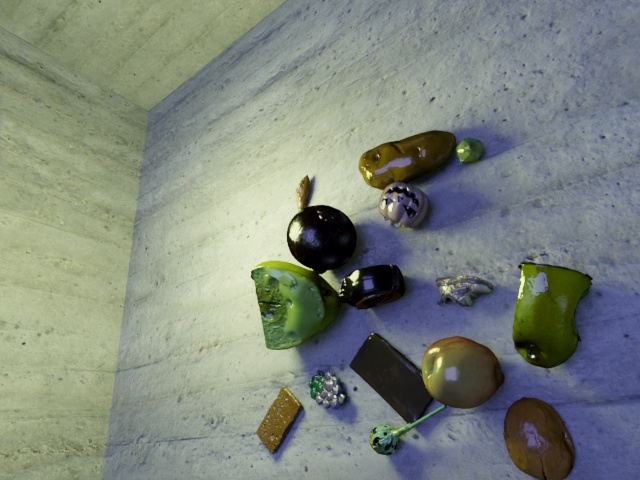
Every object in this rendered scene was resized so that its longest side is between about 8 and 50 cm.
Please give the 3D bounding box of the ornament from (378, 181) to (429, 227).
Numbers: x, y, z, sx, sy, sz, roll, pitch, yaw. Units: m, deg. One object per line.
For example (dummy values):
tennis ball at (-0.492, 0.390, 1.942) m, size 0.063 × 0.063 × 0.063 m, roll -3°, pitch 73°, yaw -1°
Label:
ornament at (0.294, -0.120, 1.506) m, size 0.178 × 0.178 × 0.177 m, roll -16°, pitch 63°, yaw 34°

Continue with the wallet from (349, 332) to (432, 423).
wallet at (0.240, 0.456, 1.407) m, size 0.310 × 0.042 × 0.165 m, roll 36°, pitch 98°, yaw 42°

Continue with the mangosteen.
mangosteen at (0.000, 0.000, 1.646) m, size 0.288 × 0.288 × 0.287 m, roll -16°, pitch 63°, yaw 34°

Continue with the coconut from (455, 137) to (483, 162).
coconut at (0.517, -0.312, 1.462) m, size 0.088 × 0.088 × 0.096 m, roll 26°, pitch 82°, yaw 42°

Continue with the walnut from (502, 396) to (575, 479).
walnut at (0.555, 0.520, 1.096) m, size 0.167 × 0.087 × 0.211 m, roll -29°, pitch 56°, yaw 32°

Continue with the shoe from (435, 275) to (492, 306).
shoe at (0.447, 0.164, 1.324) m, size 0.180 × 0.089 × 0.092 m, roll -3°, pitch 70°, yaw 41°

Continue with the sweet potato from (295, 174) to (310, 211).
sweet potato at (-0.084, -0.207, 1.921) m, size 0.060 × 0.068 × 0.205 m, roll -18°, pitch 65°, yaw 61°

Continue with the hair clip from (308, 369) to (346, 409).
hair clip at (0.028, 0.550, 1.547) m, size 0.196 × 0.052 × 0.124 m, roll 6°, pitch 67°, yaw 49°

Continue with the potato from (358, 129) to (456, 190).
potato at (0.325, -0.304, 1.574) m, size 0.370 × 0.195 × 0.176 m, roll -16°, pitch 99°, yaw 24°

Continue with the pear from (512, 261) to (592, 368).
pear at (0.594, 0.200, 1.091) m, size 0.164 × 0.238 × 0.255 m, roll 9°, pitch 77°, yaw 35°

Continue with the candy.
candy at (0.266, 0.568, 1.285) m, size 0.091 × 0.083 × 0.305 m, roll 49°, pitch 120°, yaw 11°

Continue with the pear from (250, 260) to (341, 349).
pear at (-0.074, 0.231, 1.618) m, size 0.319 × 0.238 × 0.341 m, roll -5°, pitch 100°, yaw 21°

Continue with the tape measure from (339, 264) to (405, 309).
tape measure at (0.186, 0.159, 1.464) m, size 0.223 × 0.202 × 0.134 m, roll -28°, pitch 60°, yaw 34°

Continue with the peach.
peach at (0.413, 0.382, 1.197) m, size 0.233 × 0.233 × 0.232 m, roll -16°, pitch 63°, yaw 34°

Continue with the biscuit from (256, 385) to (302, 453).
biscuit at (-0.163, 0.703, 1.645) m, size 0.131 × 0.025 × 0.230 m, roll 35°, pitch 96°, yaw 43°
